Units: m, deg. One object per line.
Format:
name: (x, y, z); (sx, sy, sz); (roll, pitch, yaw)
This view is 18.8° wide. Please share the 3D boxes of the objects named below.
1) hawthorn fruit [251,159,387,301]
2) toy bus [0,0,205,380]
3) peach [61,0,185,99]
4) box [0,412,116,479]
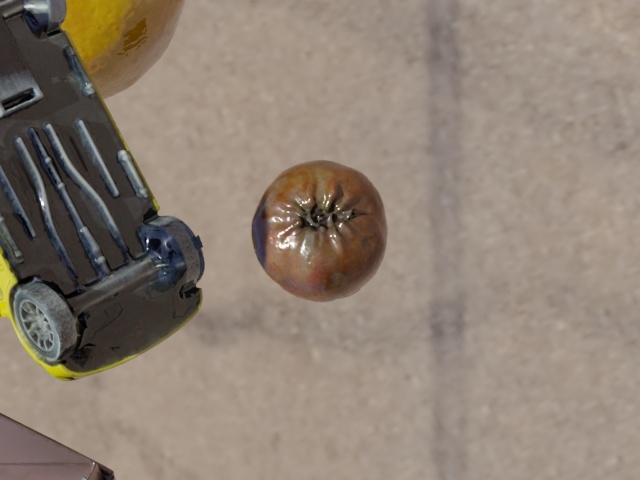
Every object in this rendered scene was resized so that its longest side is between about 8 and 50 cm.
hawthorn fruit: (-0.003, 0.006, 2.014); (0.149, 0.149, 0.189); (51, 152, 27)
toy bus: (-0.229, -0.054, 1.452); (0.152, 0.144, 0.330); (-23, 95, 55)
peach: (-0.278, -0.265, 1.956); (0.308, 0.289, 0.289); (-45, 65, 20)
box: (-0.310, 0.231, 1.563); (0.215, 0.215, 0.086); (25, 162, 9)
